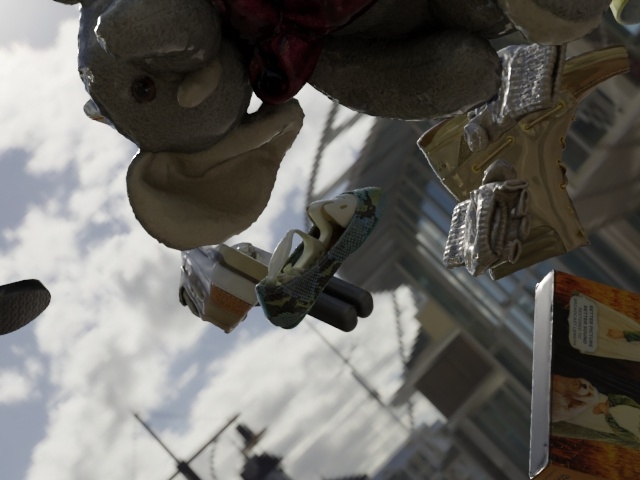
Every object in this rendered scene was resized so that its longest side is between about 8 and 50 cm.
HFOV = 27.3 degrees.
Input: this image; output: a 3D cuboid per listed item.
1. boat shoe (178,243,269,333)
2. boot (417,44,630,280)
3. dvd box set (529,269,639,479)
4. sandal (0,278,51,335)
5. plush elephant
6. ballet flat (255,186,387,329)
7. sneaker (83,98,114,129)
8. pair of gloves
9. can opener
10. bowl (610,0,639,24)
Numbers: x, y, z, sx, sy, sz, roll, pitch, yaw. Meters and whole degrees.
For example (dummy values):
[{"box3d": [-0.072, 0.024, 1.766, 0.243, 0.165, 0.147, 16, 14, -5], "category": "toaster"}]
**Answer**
[{"box3d": [-0.148, 0.055, 1.789, 0.103, 0.113, 0.302, -63, 11, -3], "category": "boat shoe"}, {"box3d": [0.269, -0.091, 1.507, 0.262, 0.203, 0.095, -27, -2, -5], "category": "boot"}, {"box3d": [0.494, 0.233, 1.825, 0.062, 0.420, 0.307, 123, 160, -54], "category": "dvd box set"}, {"box3d": [-0.468, 0.091, 1.701, 0.254, 0.054, 0.097, -15, -30, -33], "category": "sandal"}, {"box3d": [-0.042, -0.147, 0.766, 0.255, 0.272, 0.330, -34, 0, -9], "category": "plush elephant"}, {"box3d": [0.000, 0.000, 1.280, 0.188, 0.070, 0.070, -55, -6, -29], "category": "ballet flat"}, {"box3d": [-0.233, -0.291, 1.776, 0.127, 0.126, 0.321, -1, -63, -38], "category": "sneaker"}, {"box3d": [0.172, -0.082, 1.315, 0.204, 0.042, 0.240, -172, 93, -78], "category": "pair of gloves"}, {"box3d": [-0.043, 0.070, 1.942, 0.074, 0.280, 0.093, -41, -46, -34], "category": "can opener"}, {"box3d": [0.462, -0.416, 1.660, 0.289, 0.156, 0.289, -27, -10, -5], "category": "bowl"}]
